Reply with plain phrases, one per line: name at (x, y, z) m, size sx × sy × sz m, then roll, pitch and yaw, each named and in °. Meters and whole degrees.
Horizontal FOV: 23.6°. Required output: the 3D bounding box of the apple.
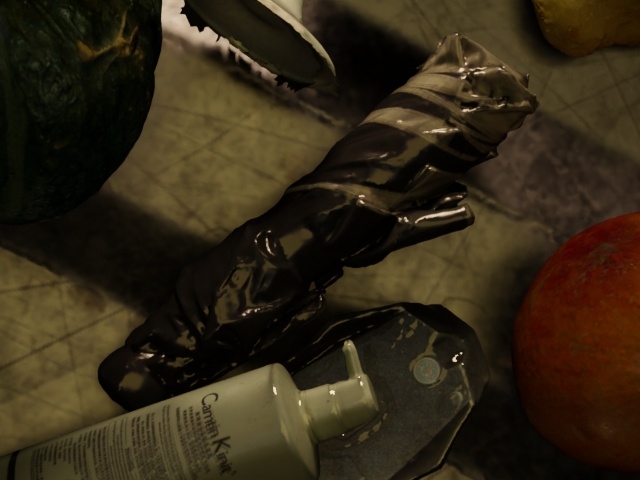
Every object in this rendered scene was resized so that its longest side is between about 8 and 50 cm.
apple at (0.222, 0.063, 1.052) m, size 0.195 × 0.173 × 0.160 m, roll -38°, pitch 103°, yaw -9°

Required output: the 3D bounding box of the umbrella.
umbrella at (0.001, 0.002, 1.056) m, size 0.358 × 0.113 × 0.106 m, roll -41°, pitch 97°, yaw -3°

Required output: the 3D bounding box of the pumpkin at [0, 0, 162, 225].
pumpkin at (-0.193, -0.147, 0.954) m, size 0.197 × 0.263 × 0.292 m, roll 9°, pitch 72°, yaw -20°

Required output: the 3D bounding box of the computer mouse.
computer mouse at (0.015, 0.132, 1.064) m, size 0.231 × 0.071 × 0.126 m, roll -38°, pitch 80°, yaw 2°

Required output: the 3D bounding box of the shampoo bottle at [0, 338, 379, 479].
shampoo bottle at (-0.088, 0.144, 1.000) m, size 0.262 × 0.085 × 0.085 m, roll -20°, pitch 90°, yaw 7°

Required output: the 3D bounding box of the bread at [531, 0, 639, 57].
bread at (0.254, -0.233, 1.120) m, size 0.233 × 0.088 × 0.160 m, roll -21°, pitch 87°, yaw -12°

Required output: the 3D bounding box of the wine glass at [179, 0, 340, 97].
wine glass at (0.036, -0.260, 1.061) m, size 0.143 × 0.143 × 0.321 m, roll 34°, pitch 79°, yaw -6°
